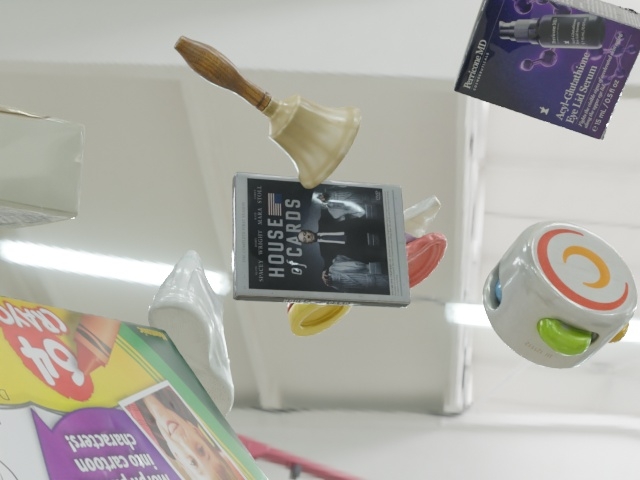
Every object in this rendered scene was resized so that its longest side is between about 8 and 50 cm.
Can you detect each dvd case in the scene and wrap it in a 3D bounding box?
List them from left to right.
[{"bbox_3d":[0.000,0.000,1.291,0.239,0.179,0.029,4,-23,-15],"label":"dvd case"}]

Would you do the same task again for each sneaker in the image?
[{"bbox_3d":[-0.122,0.100,0.971,0.080,0.094,0.212,6,-43,4],"label":"sneaker"}]

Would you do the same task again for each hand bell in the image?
[{"bbox_3d":[-0.080,-0.180,1.203,0.242,0.126,0.126,32,-43,-22],"label":"hand bell"}]

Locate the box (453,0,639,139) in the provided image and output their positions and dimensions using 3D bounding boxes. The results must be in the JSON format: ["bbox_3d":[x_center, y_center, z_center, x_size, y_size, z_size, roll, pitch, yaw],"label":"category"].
[{"bbox_3d":[0.295,-0.244,1.236,0.207,0.108,0.153,18,-62,5],"label":"box"}]

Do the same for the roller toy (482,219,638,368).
[{"bbox_3d":[0.341,0.080,1.372,0.209,0.191,0.146,-18,-29,-36],"label":"roller toy"}]

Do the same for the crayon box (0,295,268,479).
[{"bbox_3d":[-0.094,0.168,0.393,0.106,0.313,0.363,-42,-19,6],"label":"crayon box"}]

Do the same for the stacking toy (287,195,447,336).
[{"bbox_3d":[0.060,0.007,1.659,0.309,0.130,0.279,-23,-30,-16],"label":"stacking toy"}]

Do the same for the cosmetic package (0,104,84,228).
[{"bbox_3d":[-0.429,-0.092,1.013,0.160,0.113,0.309,-6,-11,44],"label":"cosmetic package"}]
